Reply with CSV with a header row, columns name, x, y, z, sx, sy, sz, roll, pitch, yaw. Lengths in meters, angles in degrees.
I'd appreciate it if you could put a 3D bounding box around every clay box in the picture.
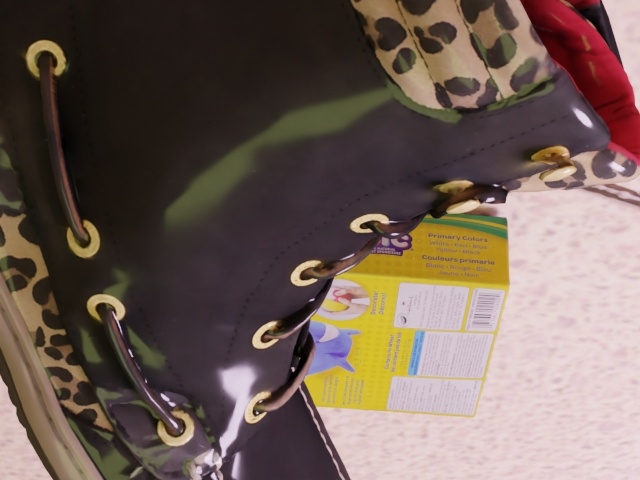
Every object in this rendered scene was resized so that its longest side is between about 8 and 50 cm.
name,x,y,z,sx,sy,sz,roll,pitch,yaw
clay box,-0.017,0.036,0.784,0.222,0.053,0.127,5,140,-1

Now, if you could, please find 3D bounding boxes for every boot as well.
name,x,y,z,sx,sy,sz,roll,pitch,yaw
boot,0.000,0.000,0.619,0.284,0.138,0.377,-21,111,24
